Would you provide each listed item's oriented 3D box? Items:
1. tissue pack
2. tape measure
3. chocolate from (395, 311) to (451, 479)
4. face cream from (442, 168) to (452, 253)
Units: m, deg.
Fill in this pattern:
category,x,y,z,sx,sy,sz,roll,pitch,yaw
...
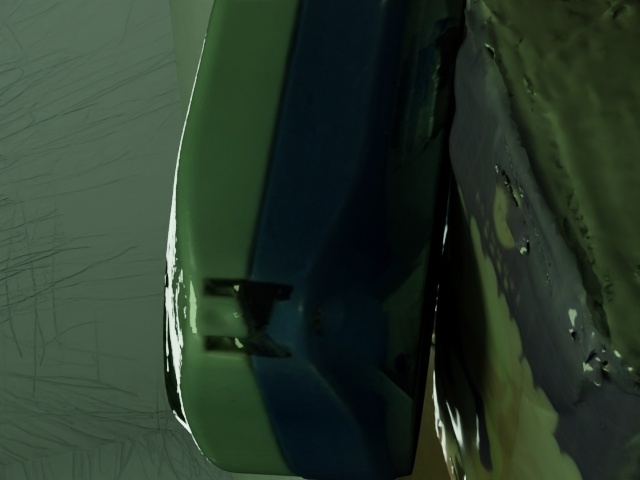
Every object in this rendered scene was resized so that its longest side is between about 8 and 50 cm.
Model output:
category,x,y,z,sx,sy,sz,roll,pitch,yaw
tissue pack,0.139,0.065,0.838,0.344,0.125,0.242,89,168,-51
tape measure,-0.001,-0.001,0.933,0.262,0.138,0.259,88,-169,-56
chocolate,0.116,0.162,1.199,0.161,0.083,0.261,42,145,46
face cream,0.083,-0.055,1.151,0.337,0.080,0.163,-115,18,-55
